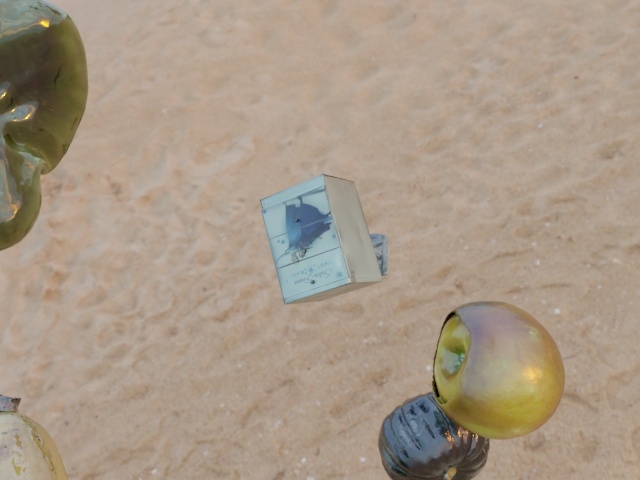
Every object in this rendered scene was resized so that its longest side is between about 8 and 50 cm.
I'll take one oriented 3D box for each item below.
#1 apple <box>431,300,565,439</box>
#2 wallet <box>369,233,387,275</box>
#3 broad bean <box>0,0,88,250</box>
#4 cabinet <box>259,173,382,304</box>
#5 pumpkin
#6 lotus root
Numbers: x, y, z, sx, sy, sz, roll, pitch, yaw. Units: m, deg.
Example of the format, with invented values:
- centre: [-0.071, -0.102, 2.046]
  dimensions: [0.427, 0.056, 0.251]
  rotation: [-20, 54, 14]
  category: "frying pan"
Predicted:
- centre: [0.288, 0.214, 1.163]
  dimensions: [0.237, 0.207, 0.237]
  rotation: [-33, 49, 49]
  category: "apple"
- centre: [0.072, 0.031, 1.408]
  dimensions: [0.129, 0.089, 0.026]
  rotation: [-4, 11, -5]
  category: "wallet"
- centre: [-0.267, -0.096, 0.550]
  dimensions: [0.072, 0.153, 0.207]
  rotation: [7, 83, 42]
  category: "broad bean"
- centre: [0.000, 0.000, 1.310]
  dimensions: [0.145, 0.206, 0.150]
  rotation: [-20, -11, 28]
  category: "cabinet"
- centre: [0.220, 0.392, 1.340]
  dimensions: [0.220, 0.221, 0.162]
  rotation: [-26, 45, -4]
  category: "pumpkin"
- centre: [-0.444, 0.358, 1.003]
  dimensions: [0.160, 0.284, 0.146]
  rotation: [-32, -21, 28]
  category: "lotus root"
